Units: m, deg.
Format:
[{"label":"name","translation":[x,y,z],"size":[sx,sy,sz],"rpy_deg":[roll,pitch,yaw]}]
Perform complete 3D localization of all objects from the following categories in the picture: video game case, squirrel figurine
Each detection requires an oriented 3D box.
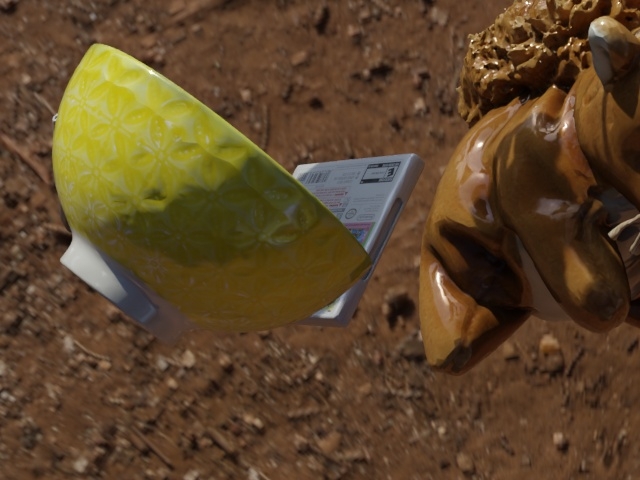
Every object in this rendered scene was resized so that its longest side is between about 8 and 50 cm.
[{"label":"video game case","translation":[0.000,0.000,1.422],"size":[0.212,0.023,0.193],"rpy_deg":[-1,57,55]},{"label":"squirrel figurine","translation":[0.249,-0.110,1.195],"size":[0.281,0.370,0.397],"rpy_deg":[0,65,-10]}]

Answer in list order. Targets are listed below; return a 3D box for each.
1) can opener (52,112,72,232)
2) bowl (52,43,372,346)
[{"label":"can opener","translation":[-0.317,-0.091,1.836],"size":[0.074,0.280,0.093],"rpy_deg":[-22,67,-21]},{"label":"bowl","translation":[-0.118,-0.009,1.105],"size":[0.289,0.289,0.156],"rpy_deg":[35,82,20]}]
